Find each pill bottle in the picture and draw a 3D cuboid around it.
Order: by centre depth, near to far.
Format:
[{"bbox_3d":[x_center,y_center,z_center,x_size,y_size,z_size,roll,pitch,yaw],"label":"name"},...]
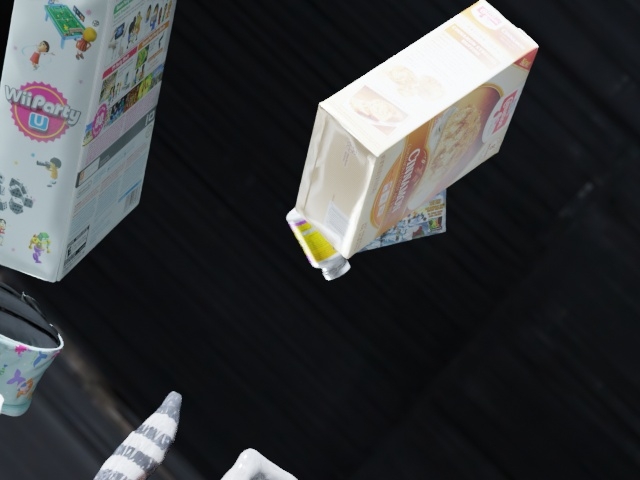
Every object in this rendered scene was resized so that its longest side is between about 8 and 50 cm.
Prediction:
[{"bbox_3d":[0.000,0.000,1.875,0.043,0.083,0.043,-27,15,8],"label":"pill bottle"}]

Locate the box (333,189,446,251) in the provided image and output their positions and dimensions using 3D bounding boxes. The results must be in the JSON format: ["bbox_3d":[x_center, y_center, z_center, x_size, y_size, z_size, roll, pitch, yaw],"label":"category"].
[{"bbox_3d":[0.074,-0.044,1.851,0.137,0.027,0.094,-12,-68,-33],"label":"box"}]

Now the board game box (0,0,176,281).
[{"bbox_3d":[-0.234,-0.143,1.710,0.224,0.098,0.303,-56,-17,-64],"label":"board game box"}]

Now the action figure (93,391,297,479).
[{"bbox_3d":[-0.227,0.256,1.359,0.341,0.178,0.330,-5,12,44],"label":"action figure"}]

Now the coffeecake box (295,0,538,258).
[{"bbox_3d":[0.076,-0.090,1.403,0.185,0.068,0.142,-35,-22,-29],"label":"coffeecake box"}]

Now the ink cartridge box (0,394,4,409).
[{"bbox_3d":[-0.363,0.249,1.596,0.148,0.086,0.203,-99,25,-66],"label":"ink cartridge box"}]

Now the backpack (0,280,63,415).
[{"bbox_3d":[-0.445,0.115,2.067,0.253,0.225,0.191,18,-77,-39],"label":"backpack"}]
